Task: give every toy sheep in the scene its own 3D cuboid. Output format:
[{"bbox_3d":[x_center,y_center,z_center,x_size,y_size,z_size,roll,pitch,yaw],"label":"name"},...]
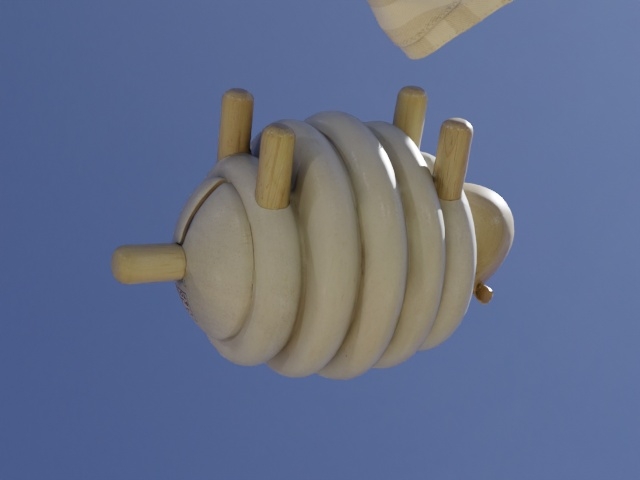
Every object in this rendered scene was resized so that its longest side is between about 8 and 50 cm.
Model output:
[{"bbox_3d":[0.000,0.000,0.462,0.132,0.091,0.091,-2,-67,-21],"label":"toy sheep"}]

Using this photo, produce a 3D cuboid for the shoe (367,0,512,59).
[{"bbox_3d":[0.116,-0.154,0.684,0.219,0.076,0.058,-28,-72,-2],"label":"shoe"}]
